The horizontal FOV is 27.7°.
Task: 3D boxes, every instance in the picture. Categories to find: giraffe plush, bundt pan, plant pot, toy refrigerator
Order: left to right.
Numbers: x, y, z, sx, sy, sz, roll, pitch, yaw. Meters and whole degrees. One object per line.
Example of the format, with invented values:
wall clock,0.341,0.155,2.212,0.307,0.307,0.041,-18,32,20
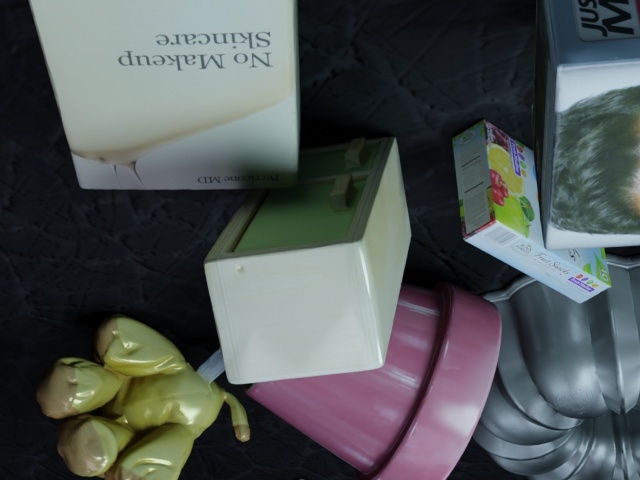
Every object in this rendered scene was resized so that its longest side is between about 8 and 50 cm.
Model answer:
giraffe plush,-0.187,0.173,1.297,0.210,0.181,0.170,-22,171,-33
toy refrigerator,0.000,0.000,0.918,0.102,0.269,0.094,-7,107,11
plant pot,0.038,0.112,1.165,0.180,0.201,0.201,24,142,-7
bundt pan,0.290,0.150,1.270,0.330,0.124,0.331,-1,147,0

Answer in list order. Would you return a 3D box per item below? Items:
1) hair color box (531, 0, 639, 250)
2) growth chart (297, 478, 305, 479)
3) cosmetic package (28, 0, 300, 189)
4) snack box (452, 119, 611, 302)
hair color box,0.316,-0.097,0.761,0.374,0.114,0.185,-4,147,6
growth chart,-0.002,0.374,1.694,0.172,0.021,0.237,-28,138,36
cosmetic package,-0.093,-0.165,0.800,0.160,0.113,0.309,-1,146,1
snack box,0.167,-0.022,1.026,0.141,0.100,0.037,28,137,-34
